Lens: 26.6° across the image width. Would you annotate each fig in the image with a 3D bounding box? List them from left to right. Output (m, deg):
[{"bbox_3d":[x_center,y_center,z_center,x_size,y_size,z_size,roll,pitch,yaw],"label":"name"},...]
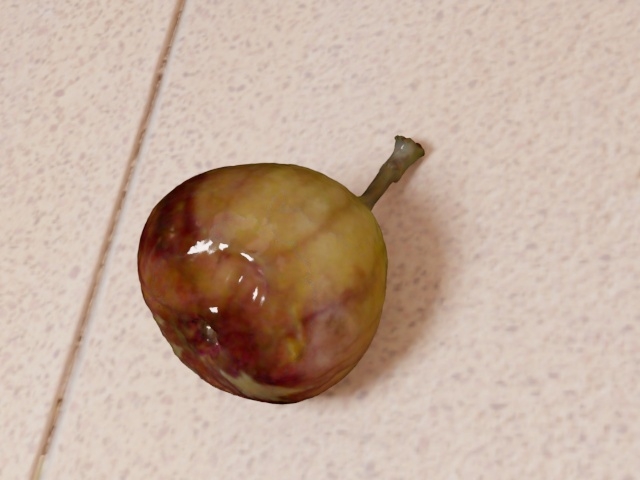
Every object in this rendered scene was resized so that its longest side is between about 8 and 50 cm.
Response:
[{"bbox_3d":[-0.003,-0.001,0.871,0.230,0.143,0.160,-39,81,-12],"label":"fig"}]
